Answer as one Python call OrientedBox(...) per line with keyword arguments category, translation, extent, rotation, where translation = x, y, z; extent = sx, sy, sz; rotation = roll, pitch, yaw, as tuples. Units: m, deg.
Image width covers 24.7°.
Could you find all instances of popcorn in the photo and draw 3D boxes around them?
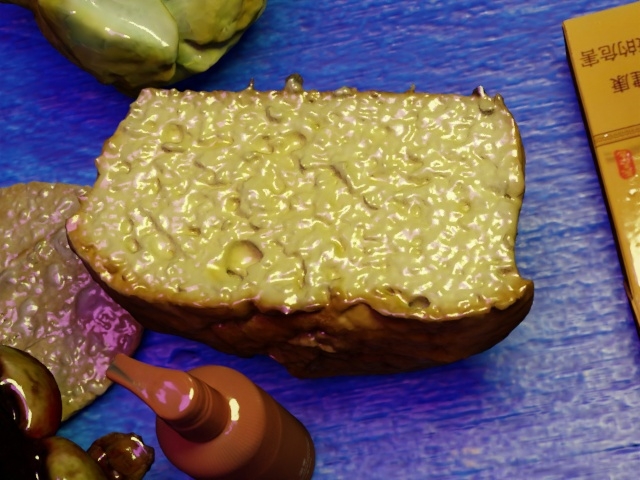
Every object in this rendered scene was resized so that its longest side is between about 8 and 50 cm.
OrientedBox(category="popcorn", translation=(-0.167, -0.243, 1.174), extent=(0.276, 0.225, 0.276), rotation=(10, 107, 37))

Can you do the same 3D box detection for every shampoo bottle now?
OrientedBox(category="shampoo bottle", translation=(-0.068, 0.131, 1.017), extent=(0.085, 0.244, 0.085), rotation=(-5, 69, 13))

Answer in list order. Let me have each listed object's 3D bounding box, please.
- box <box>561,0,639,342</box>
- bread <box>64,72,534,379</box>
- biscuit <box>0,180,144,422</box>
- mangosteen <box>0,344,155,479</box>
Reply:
OrientedBox(category="box", translation=(0.295, -0.053, 1.087), extent=(0.174, 0.076, 0.274), rotation=(-14, 70, 9))
OrientedBox(category="bread", translation=(0.000, 0.000, 1.082), extent=(0.340, 0.179, 0.194), rotation=(3, 71, 16))
OrientedBox(category="biscuit", translation=(-0.241, 0.051, 1.196), extent=(0.220, 0.033, 0.220), rotation=(-4, 69, 11))
OrientedBox(category="mangosteen", translation=(-0.286, 0.207, 1.028), extent=(0.347, 0.307, 0.307), rotation=(-7, 67, -22))
